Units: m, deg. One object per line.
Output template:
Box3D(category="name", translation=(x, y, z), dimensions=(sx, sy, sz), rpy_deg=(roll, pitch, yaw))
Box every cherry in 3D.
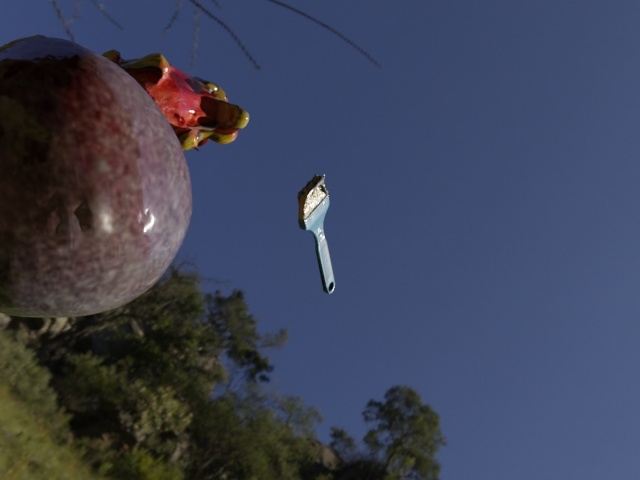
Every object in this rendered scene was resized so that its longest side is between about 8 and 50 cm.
Box3D(category="cherry", translation=(-0.161, -0.033, 0.534), dimensions=(0.176, 0.140, 0.176), rpy_deg=(-7, -56, -10))

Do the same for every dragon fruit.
Box3D(category="dragon fruit", translation=(-0.188, -0.150, 1.002), dimensions=(0.207, 0.133, 0.150), rpy_deg=(5, -64, -9))

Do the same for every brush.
Box3D(category="brush", translation=(0.000, 0.000, 0.966), dimensions=(0.014, 0.051, 0.164), rpy_deg=(19, -41, 29))
